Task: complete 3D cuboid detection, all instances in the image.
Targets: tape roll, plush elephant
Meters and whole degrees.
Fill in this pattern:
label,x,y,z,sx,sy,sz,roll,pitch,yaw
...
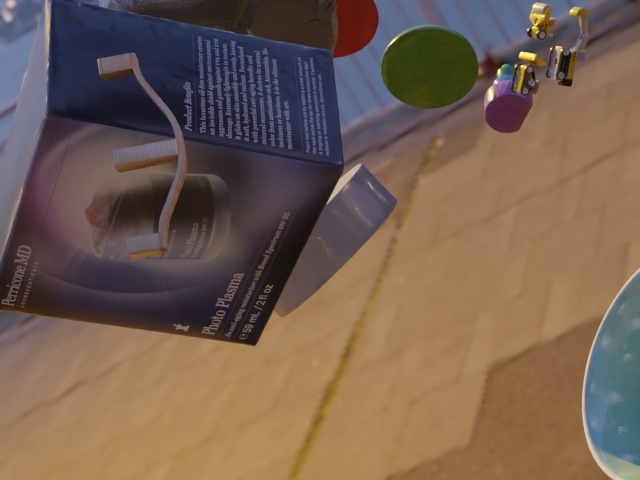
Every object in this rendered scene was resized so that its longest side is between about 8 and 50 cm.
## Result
label,x,y,z,sx,sy,sz,roll,pitch,yaw
tape roll,0.000,0.000,2.152,0.219,0.072,0.219,-44,4,4
plush elephant,-0.098,-0.277,1.890,0.330,0.272,0.255,-35,33,-3

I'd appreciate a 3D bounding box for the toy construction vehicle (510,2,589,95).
label,x,y,z,sx,sy,sz,roll,pitch,yaw
toy construction vehicle,0.242,-0.196,1.716,0.035,0.098,0.086,8,6,-28

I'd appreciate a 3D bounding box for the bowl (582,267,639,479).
label,x,y,z,sx,sy,sz,roll,pitch,yaw
bowl,0.481,0.172,2.023,0.311,0.163,0.311,-46,34,43

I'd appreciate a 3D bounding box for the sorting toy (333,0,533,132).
label,x,y,z,sx,sy,sz,roll,pitch,yaw
sorting toy,0.123,-0.269,2.168,0.127,0.365,0.126,-51,22,36

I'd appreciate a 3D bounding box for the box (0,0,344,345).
label,x,y,z,sx,sy,sz,roll,pitch,yaw
box,-0.165,-0.059,1.663,0.296,0.294,0.182,116,157,-45

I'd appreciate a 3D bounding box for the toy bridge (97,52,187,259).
label,x,y,z,sx,sy,sz,roll,pitch,yaw
toy bridge,-0.150,-0.074,1.444,0.063,0.188,0.026,-11,-12,0
